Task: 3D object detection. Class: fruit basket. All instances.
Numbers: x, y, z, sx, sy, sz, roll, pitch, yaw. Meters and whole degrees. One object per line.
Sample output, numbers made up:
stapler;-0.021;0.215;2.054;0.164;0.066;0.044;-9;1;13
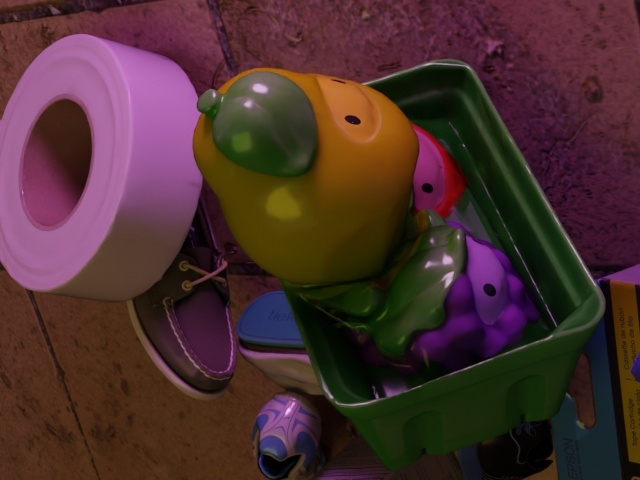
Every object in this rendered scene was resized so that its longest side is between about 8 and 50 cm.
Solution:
fruit basket;0.051;-0.029;1.378;0.392;0.283;0.392;162;90;-85

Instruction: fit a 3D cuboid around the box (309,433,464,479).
box;0.064;0.272;1.760;0.126;0.137;0.072;-11;108;45

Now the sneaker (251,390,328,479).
sneaker;-0.042;0.242;1.830;0.085;0.086;0.237;30;161;14

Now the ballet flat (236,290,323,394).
ballet flat;0.080;0.125;1.682;0.400;0.139;0.139;3;117;45

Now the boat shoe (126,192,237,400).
boat shoe;-0.157;0.027;1.770;0.091;0.109;0.305;-42;59;39

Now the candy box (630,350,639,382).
candy box;0.378;-0.039;1.156;0.122;0.317;0.268;34;134;21

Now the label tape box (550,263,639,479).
label tape box;0.369;0.133;1.428;0.334;0.106;0.240;10;121;38

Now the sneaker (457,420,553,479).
sneaker;0.190;0.215;1.612;0.090;0.081;0.232;-2;162;10

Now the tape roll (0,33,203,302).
tape roll;-0.249;-0.077;1.744;0.286;0.100;0.286;-13;73;47
